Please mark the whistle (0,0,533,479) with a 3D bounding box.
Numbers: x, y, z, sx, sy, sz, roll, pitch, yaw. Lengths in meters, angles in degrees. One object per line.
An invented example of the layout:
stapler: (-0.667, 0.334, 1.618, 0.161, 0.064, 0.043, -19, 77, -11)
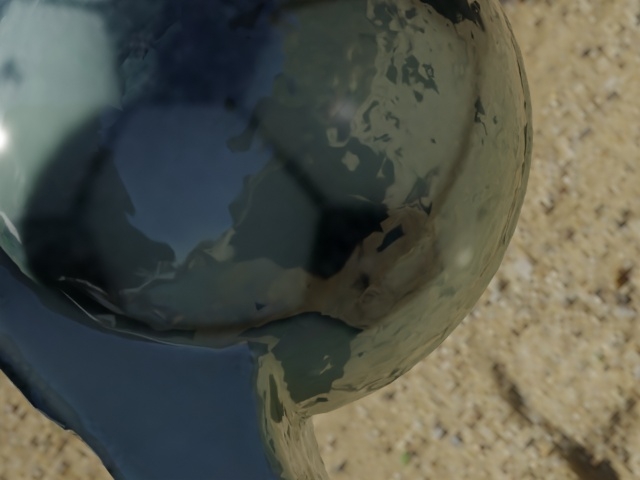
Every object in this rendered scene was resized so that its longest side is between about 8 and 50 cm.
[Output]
whistle: (0.000, 0.000, 0.438, 0.163, 0.289, 0.163, -41, -9, -8)
